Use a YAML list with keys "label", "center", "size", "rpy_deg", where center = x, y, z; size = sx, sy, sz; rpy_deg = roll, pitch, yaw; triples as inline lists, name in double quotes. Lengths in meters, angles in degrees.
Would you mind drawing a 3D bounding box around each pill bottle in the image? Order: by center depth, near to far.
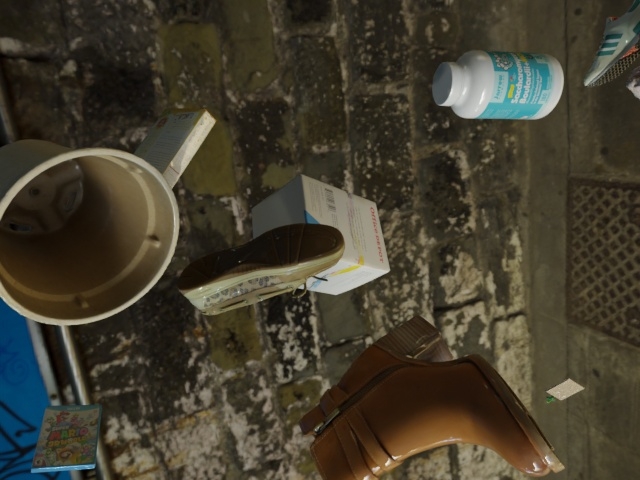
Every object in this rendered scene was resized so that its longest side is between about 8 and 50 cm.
- label: "pill bottle"
  center: [0.393, -0.350, 1.039]
  size: [0.146, 0.264, 0.146]
  rpy_deg: [176, 90, -76]

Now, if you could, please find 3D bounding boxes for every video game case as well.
- label: "video game case"
  center: [-0.559, 0.435, 1.024]
  size: [0.166, 0.119, 0.015]
  rpy_deg: [-123, 46, -56]

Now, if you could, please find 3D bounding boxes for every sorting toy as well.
- label: "sorting toy"
  center: [0.504, 0.319, 0.971]
  size: [0.083, 0.062, 0.012]
  rpy_deg: [-46, 28, 31]

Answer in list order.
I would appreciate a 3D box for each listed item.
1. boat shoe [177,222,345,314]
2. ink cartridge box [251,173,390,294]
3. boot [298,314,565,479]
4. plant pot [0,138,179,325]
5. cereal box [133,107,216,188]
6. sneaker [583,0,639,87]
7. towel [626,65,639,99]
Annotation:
- label: "boat shoe"
  center: [-0.090, 0.050, 0.756]
  size: [0.105, 0.285, 0.089]
  rpy_deg: [-87, -22, -51]
- label: "ink cartridge box"
  center: [0.000, 0.000, 0.967]
  size: [0.168, 0.232, 0.171]
  rpy_deg: [-29, 58, 39]
- label: "boot"
  center: [0.094, 0.210, 0.510]
  size: [0.109, 0.220, 0.283]
  rpy_deg: [55, 172, -27]
- label: "plant pot"
  center: [-0.505, -0.055, 0.900]
  size: [0.305, 0.333, 0.334]
  rpy_deg: [27, 132, 35]
- label: "cereal box"
  center: [-0.368, -0.206, 1.081]
  size: [0.173, 0.240, 0.047]
  rpy_deg: [16, 160, 38]
- label: "sneaker"
  center: [0.517, -0.346, 0.802]
  size: [0.075, 0.057, 0.161]
  rpy_deg: [65, 153, 22]
- label: "towel"
  center: [0.607, -0.133, 0.548]
  size: [0.331, 0.053, 0.317]
  rpy_deg: [37, 169, -17]
